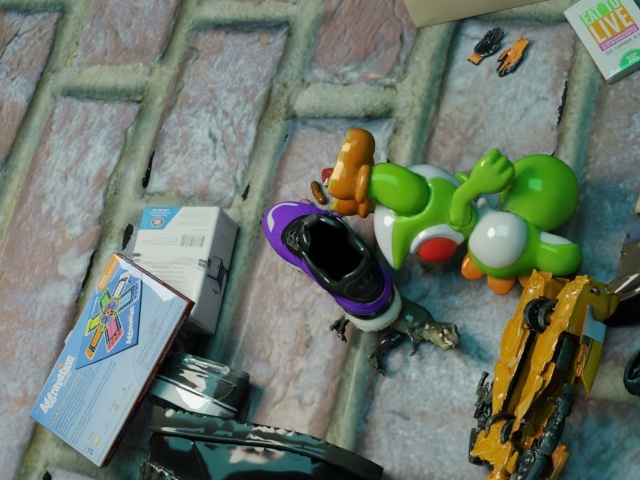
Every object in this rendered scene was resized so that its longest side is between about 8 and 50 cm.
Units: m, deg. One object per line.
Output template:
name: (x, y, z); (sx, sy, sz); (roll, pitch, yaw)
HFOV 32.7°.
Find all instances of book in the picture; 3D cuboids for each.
book: (0.443, -0.315, 1.649); (0.096, 0.035, 0.144); (-30, 60, 11)

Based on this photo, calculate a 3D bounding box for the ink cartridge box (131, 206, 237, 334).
ink cartridge box: (-0.224, 0.046, 1.722); (0.140, 0.082, 0.190); (1, 68, 23)

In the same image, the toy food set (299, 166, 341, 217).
toy food set: (0.005, -0.069, 1.718); (0.078, 0.019, 0.122); (10, 71, 26)

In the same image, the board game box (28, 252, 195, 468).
board game box: (-0.308, 0.175, 1.598); (0.145, 0.027, 0.281); (31, 98, 17)

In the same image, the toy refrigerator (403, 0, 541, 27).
toy refrigerator: (0.267, -0.430, 1.732); (0.270, 0.102, 0.094); (-10, 63, 19)

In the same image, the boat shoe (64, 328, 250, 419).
boat shoe: (-0.247, 0.178, 1.650); (0.306, 0.113, 0.105); (20, 80, 28)

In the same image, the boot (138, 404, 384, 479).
boot: (-0.103, 0.380, 1.483); (0.348, 0.131, 0.260); (9, 79, 12)

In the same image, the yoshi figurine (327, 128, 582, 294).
yoshi figurine: (0.205, -0.071, 1.528); (0.362, 0.203, 0.203); (20, 39, 6)

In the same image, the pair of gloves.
pair of gloves: (0.281, -0.297, 1.717); (0.083, 0.010, 0.074); (33, 83, 34)

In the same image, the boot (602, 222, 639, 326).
boot: (0.422, 0.040, 1.430); (0.219, 0.082, 0.106); (-29, 48, 45)

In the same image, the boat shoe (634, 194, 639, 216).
boat shoe: (0.539, -0.034, 1.405); (0.302, 0.109, 0.098); (24, 89, 51)

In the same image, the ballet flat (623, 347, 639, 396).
ballet flat: (0.454, 0.130, 1.421); (0.057, 0.049, 0.173); (29, 80, 31)

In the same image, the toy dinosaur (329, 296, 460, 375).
toy dinosaur: (0.087, 0.116, 1.578); (0.268, 0.064, 0.118); (35, 81, 37)

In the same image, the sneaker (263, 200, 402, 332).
sneaker: (0.001, 0.000, 1.573); (0.102, 0.146, 0.293); (-43, 48, -8)

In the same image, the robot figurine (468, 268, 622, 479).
robot figurine: (0.282, 0.184, 1.398); (0.085, 0.211, 0.291); (20, 86, -16)
